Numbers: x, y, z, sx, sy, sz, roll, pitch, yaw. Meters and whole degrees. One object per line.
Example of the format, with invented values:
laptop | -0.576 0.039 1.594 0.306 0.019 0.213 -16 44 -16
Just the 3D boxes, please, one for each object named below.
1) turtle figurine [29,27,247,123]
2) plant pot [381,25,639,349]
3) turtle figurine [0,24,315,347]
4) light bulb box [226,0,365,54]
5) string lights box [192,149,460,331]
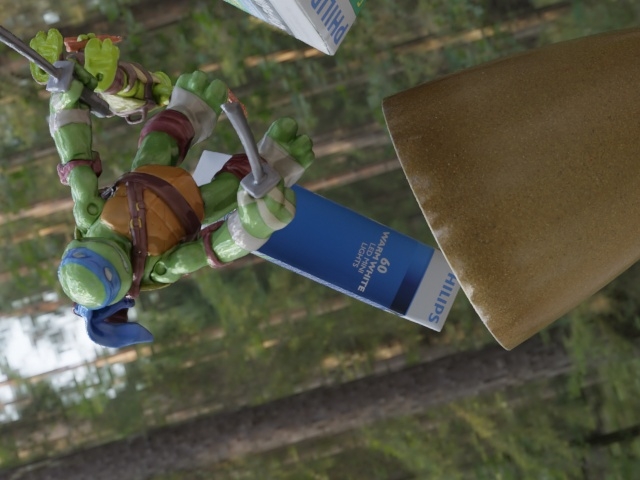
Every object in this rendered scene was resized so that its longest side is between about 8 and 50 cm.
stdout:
turtle figurine | -0.232 -0.182 1.385 0.087 0.269 0.217 -66 -22 7
plant pot | 0.216 -0.068 1.012 0.237 0.254 0.237 58 -166 -23
turtle figurine | -0.102 -0.076 0.937 0.266 0.197 0.275 -49 -45 -61
light bulb box | -0.022 -0.444 1.298 0.225 0.361 0.358 30 178 16
string lights box | 0.000 0.000 1.210 0.077 0.259 0.133 -67 20 -1
